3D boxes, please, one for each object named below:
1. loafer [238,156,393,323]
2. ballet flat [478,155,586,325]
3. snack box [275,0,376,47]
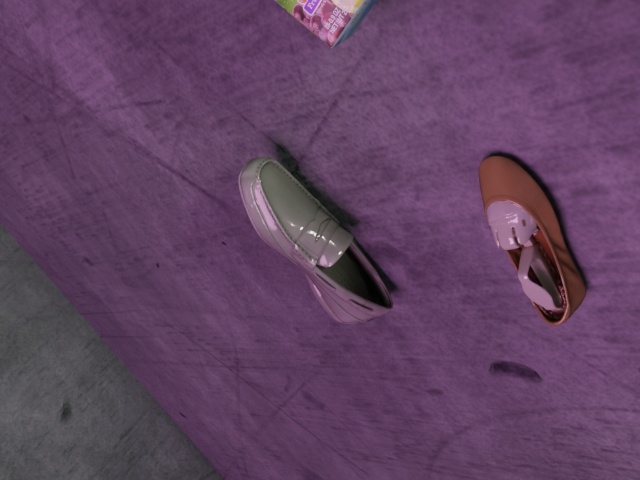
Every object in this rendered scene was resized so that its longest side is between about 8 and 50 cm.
[{"bbox_3d":[0.000,0.000,1.066,0.111,0.112,0.319,-11,129,44],"label":"loafer"},{"bbox_3d":[0.252,0.006,0.850,0.080,0.073,0.232,-13,119,50],"label":"ballet flat"},{"bbox_3d":[-0.011,-0.325,0.691,0.207,0.070,0.174,40,124,2],"label":"snack box"}]
